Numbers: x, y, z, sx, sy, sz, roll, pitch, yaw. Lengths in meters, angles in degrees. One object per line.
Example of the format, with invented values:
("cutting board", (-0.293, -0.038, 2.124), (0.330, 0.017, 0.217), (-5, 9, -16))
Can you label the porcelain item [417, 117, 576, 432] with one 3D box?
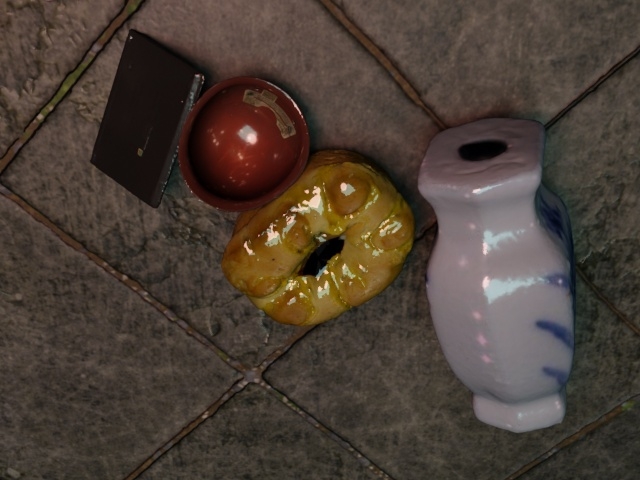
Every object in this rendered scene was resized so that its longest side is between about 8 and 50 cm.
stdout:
("porcelain item", (0.247, 0.056, 0.883), (0.178, 0.242, 0.405), (-5, 122, 23))

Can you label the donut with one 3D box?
("donut", (0.000, 0.000, 0.903), (0.261, 0.128, 0.208), (-32, 122, 14))

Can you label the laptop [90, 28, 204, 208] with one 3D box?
("laptop", (-0.228, -0.153, 0.850), (0.135, 0.016, 0.197), (35, 116, 21))

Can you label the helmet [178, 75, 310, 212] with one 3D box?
("helmet", (-0.107, -0.114, 0.849), (0.155, 0.106, 0.175), (32, 78, -15))
